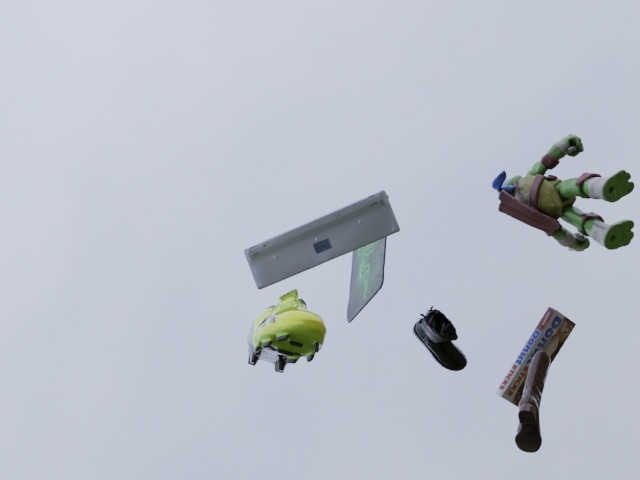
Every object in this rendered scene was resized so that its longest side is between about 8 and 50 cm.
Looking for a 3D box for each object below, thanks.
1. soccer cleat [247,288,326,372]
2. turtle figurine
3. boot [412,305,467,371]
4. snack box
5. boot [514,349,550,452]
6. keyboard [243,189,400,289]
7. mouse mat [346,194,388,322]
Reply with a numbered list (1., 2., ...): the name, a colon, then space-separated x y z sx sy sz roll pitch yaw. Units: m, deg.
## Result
1. soccer cleat: -0.052 0.121 1.835 0.289 0.093 0.121 138 147 -73
2. turtle figurine: 0.481 -0.083 2.270 0.274 0.266 0.198 23 -89 -33
3. boot: 0.208 0.166 2.086 0.045 0.121 0.099 -45 -4 -20
4. snack box: 0.374 0.205 2.166 0.064 0.022 0.178 33 -91 -36
5. boot: 0.295 0.220 1.710 0.106 0.037 0.114 84 -161 -45
6. keyboard: 0.000 0.000 2.005 0.256 0.072 0.014 -23 -3 14
7. mouse mat: 0.081 0.032 2.127 0.007 0.190 0.153 17 -35 -15
